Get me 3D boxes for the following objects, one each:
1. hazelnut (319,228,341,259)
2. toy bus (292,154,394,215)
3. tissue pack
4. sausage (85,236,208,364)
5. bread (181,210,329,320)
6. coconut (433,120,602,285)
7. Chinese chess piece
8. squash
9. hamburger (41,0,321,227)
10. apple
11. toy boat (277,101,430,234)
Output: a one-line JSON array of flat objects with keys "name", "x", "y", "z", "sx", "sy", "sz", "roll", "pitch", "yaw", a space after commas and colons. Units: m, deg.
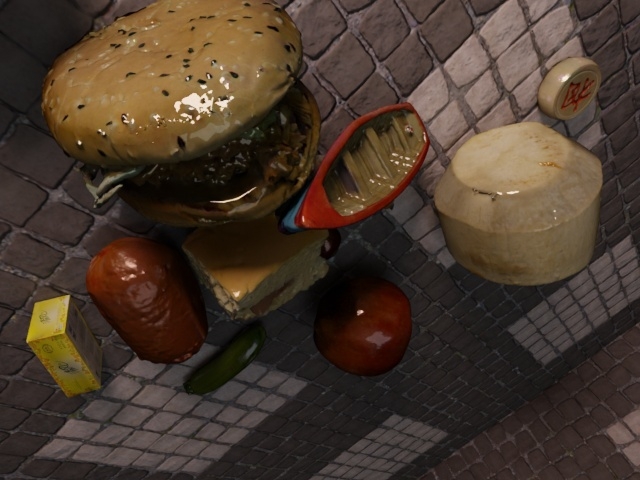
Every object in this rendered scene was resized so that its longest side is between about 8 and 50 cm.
[{"name": "hazelnut", "x": 0.000, "y": 0.000, "z": 0.840, "sx": 0.087, "sy": 0.086, "sz": 0.086, "roll": -13, "pitch": 131, "yaw": -15}, {"name": "toy bus", "x": 0.047, "y": -0.106, "z": 0.762, "sx": 0.182, "sy": 0.091, "sz": 0.103, "roll": -6, "pitch": 130, "yaw": -21}, {"name": "tissue pack", "x": -0.467, "y": 0.198, "z": 0.769, "sx": 0.062, "sy": 0.095, "sz": 0.175, "roll": -13, "pitch": 131, "yaw": -16}, {"name": "sausage", "x": -0.295, "y": 0.107, "z": 0.735, "sx": 0.141, "sy": 0.153, "sz": 0.267, "roll": -15, "pitch": 131, "yaw": -3}, {"name": "bread", "x": -0.127, "y": 0.017, "z": 0.744, "sx": 0.224, "sy": 0.211, "sz": 0.183, "roll": -37, "pitch": 155, "yaw": -29}, {"name": "coconut", "x": 0.393, "y": -0.063, "z": 0.829, "sx": 0.324, "sy": 0.322, "sz": 0.322, "roll": -13, "pitch": 131, "yaw": -15}, {"name": "Chinese chess piece", "x": 0.501, "y": -0.304, "z": 0.836, "sx": 0.122, "sy": 0.051, "sz": 0.122, "roll": -13, "pitch": 130, "yaw": -16}, {"name": "squash", "x": -0.221, "y": 0.292, "z": 0.979, "sx": 0.258, "sy": 0.069, "sz": 0.069, "roll": -41, "pitch": 132, "yaw": 10}, {"name": "hamburger", "x": -0.151, "y": -0.157, "z": 0.517, "sx": 0.318, "sy": 0.276, "sz": 0.195, "roll": -28, "pitch": 142, "yaw": -8}, {"name": "apple", "x": 0.093, "y": 0.187, "z": 0.947, "sx": 0.230, "sy": 0.229, "sz": 0.229, "roll": -13, "pitch": 131, "yaw": -15}, {"name": "toy boat", "x": 0.064, "y": -0.110, "z": 0.635, "sx": 0.392, "sy": 0.080, "sz": 0.136, "roll": -43, "pitch": 107, "yaw": -41}]
